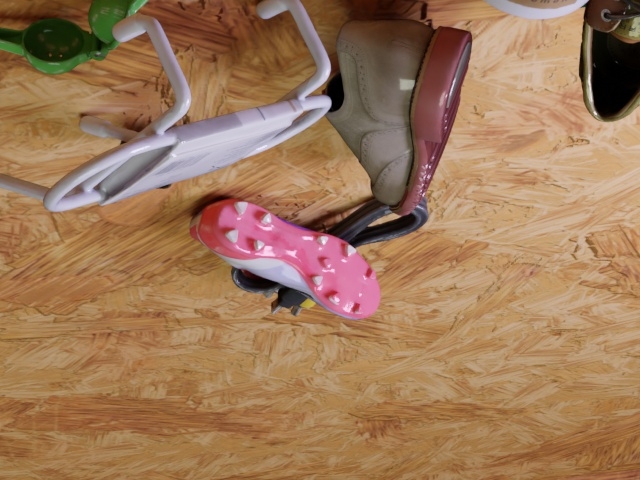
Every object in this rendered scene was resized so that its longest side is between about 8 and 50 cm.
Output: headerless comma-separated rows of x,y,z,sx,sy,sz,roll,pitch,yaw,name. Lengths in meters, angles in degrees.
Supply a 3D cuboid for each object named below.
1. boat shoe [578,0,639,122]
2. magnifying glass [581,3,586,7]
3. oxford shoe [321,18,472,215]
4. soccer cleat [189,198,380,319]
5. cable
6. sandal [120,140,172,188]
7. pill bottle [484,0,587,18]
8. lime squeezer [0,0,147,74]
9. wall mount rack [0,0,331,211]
0.282,-0.207,1.368,0.110,0.104,0.307,19,154,13,boat shoe
0.174,-0.245,1.441,0.231,0.026,0.092,2,155,-25,magnifying glass
0.067,-0.130,1.605,0.130,0.123,0.348,19,158,5,oxford shoe
-0.038,0.021,1.889,0.248,0.083,0.095,27,163,-29,soccer cleat
0.000,0.000,1.957,0.139,0.072,0.287,28,129,-28,cable
-0.167,-0.071,1.612,0.072,0.049,0.180,3,-164,1,sandal
0.187,-0.279,1.223,0.131,0.131,0.229,-2,156,-12,pill bottle
-0.212,-0.203,1.404,0.310,0.059,0.110,-15,124,19,lime squeezer
-0.165,-0.105,1.450,0.304,0.130,0.350,-31,173,36,wall mount rack
